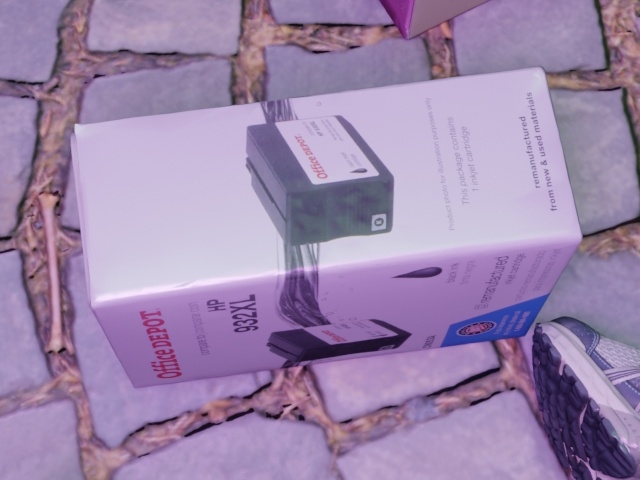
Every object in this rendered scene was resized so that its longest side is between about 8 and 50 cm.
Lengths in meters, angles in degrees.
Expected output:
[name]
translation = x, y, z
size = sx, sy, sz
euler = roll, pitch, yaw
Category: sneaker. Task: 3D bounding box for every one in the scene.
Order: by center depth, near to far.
[sneaker]
translation = 0.251, 0.138, 0.873
size = 0.122, 0.110, 0.283
euler = -22, 39, -17

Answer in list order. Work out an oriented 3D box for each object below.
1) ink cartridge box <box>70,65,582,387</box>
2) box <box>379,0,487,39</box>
[ink cartridge box]
translation = 0.000, 0.000, 0.889
size = 0.307, 0.223, 0.129
euler = -7, 71, -4
[box]
translation = 0.151, -0.302, 1.009
size = 0.243, 0.213, 0.117
euler = -27, 73, -10
